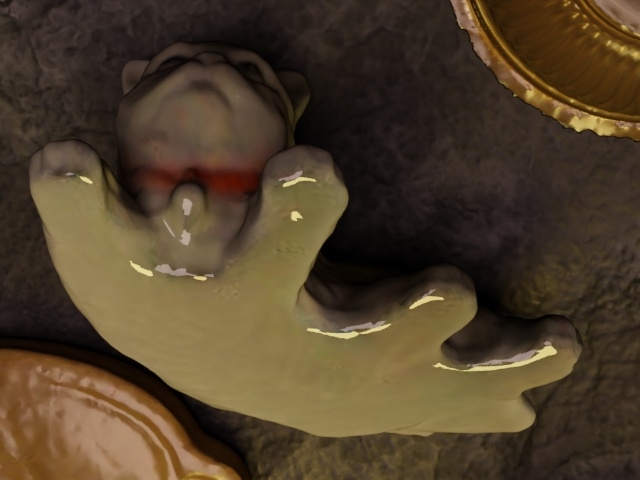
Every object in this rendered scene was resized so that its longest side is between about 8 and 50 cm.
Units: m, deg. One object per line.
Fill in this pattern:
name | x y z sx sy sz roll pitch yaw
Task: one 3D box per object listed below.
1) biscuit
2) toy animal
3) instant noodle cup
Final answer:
biscuit | -0.193 0.238 0.882 0.312 0.057 0.351 -7 106 11
toy animal | 0.000 0.000 0.748 0.308 0.188 0.266 -3 128 -2
instant noodle cup | 0.197 -0.179 0.680 0.274 0.091 0.274 2 108 7
